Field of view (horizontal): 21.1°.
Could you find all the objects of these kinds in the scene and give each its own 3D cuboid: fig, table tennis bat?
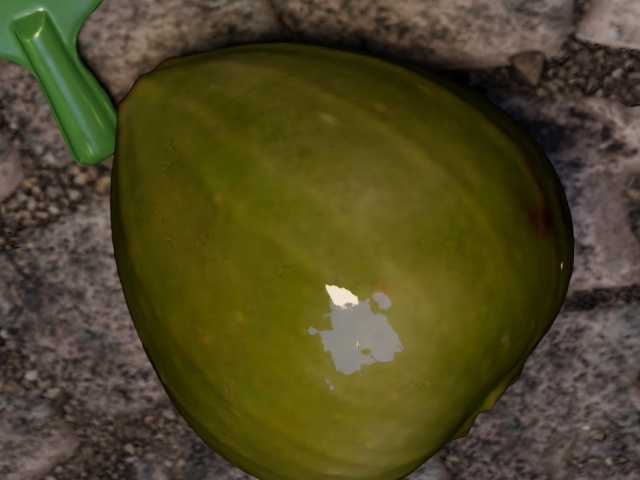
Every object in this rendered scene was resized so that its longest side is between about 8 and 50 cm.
[{"bbox_3d":[0.000,0.000,1.126,0.316,0.316,0.316,-3,125,-4],"label":"fig"},{"bbox_3d":[-0.197,-0.158,1.130,0.160,0.039,0.257,-21,119,9],"label":"table tennis bat"}]
